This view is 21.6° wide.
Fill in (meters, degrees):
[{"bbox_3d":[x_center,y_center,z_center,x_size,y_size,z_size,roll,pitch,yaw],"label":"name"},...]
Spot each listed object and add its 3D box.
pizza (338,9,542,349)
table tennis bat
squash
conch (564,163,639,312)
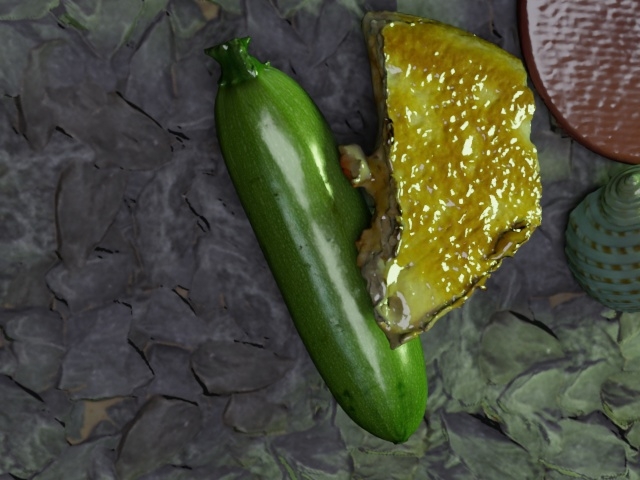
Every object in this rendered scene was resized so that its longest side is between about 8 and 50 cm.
[{"bbox_3d":[0.102,-0.048,1.461,0.189,0.071,0.296,7,75,-24],"label":"pizza"},{"bbox_3d":[0.315,-0.268,1.490,0.268,0.051,0.414,4,105,-8],"label":"table tennis bat"},{"bbox_3d":[0.000,0.000,1.489,0.107,0.107,0.395,-25,104,0],"label":"squash"},{"bbox_3d":[0.291,0.006,1.531,0.135,0.102,0.153,-12,109,11],"label":"conch"}]
